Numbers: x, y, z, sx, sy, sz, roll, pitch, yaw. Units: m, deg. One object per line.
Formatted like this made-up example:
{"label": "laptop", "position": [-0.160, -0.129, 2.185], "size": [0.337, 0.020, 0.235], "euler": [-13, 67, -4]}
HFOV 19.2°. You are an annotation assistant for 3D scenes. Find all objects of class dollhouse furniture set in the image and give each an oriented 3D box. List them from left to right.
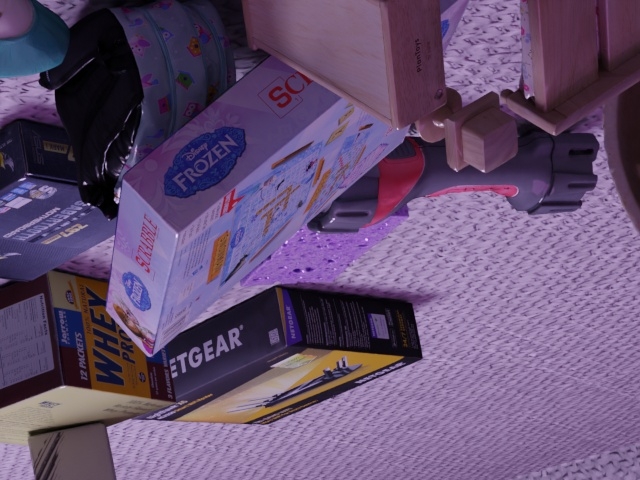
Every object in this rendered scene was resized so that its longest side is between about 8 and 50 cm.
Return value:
{"label": "dollhouse furniture set", "position": [0.126, -0.244, 1.353], "size": [0.355, 0.174, 0.303], "euler": [-32, 135, -26]}

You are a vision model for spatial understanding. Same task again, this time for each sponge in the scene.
{"label": "sponge", "position": [0.000, 0.000, 2.074], "size": [0.117, 0.031, 0.210], "euler": [-2, 160, -25]}

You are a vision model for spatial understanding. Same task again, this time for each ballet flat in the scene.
{"label": "ballet flat", "position": [-0.279, -0.167, 1.353], "size": [0.247, 0.083, 0.087], "euler": [0, 145, -34]}

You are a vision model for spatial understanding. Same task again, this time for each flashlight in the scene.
{"label": "flashlight", "position": [0.125, -0.059, 1.866], "size": [0.304, 0.103, 0.103], "euler": [-1, -174, -30]}

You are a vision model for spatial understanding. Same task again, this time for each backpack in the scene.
{"label": "backpack", "position": [-0.143, -0.120, 1.497], "size": [0.115, 0.152, 0.182], "euler": [-20, 164, -28]}

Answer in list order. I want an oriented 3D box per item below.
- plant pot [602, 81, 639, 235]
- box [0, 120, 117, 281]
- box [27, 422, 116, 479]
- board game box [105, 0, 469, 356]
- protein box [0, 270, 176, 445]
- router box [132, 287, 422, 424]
{"label": "plant pot", "position": [0.446, -0.095, 1.652], "size": [0.334, 0.333, 0.305], "euler": [-18, 171, 20]}
{"label": "box", "position": [-0.279, -0.031, 1.782], "size": [0.233, 0.059, 0.183], "euler": [-25, 158, 37]}
{"label": "box", "position": [-0.267, 0.358, 2.168], "size": [0.094, 0.275, 0.113], "euler": [-10, 162, -8]}
{"label": "board game box", "position": [-0.033, -0.069, 1.544], "size": [0.318, 0.066, 0.318], "euler": [-41, 171, -20]}
{"label": "protein box", "position": [-0.310, 0.139, 2.148], "size": [0.201, 0.136, 0.200], "euler": [-21, 160, 29]}
{"label": "router box", "position": [-0.063, 0.155, 2.421], "size": [0.243, 0.081, 0.309], "euler": [8, 154, -43]}
